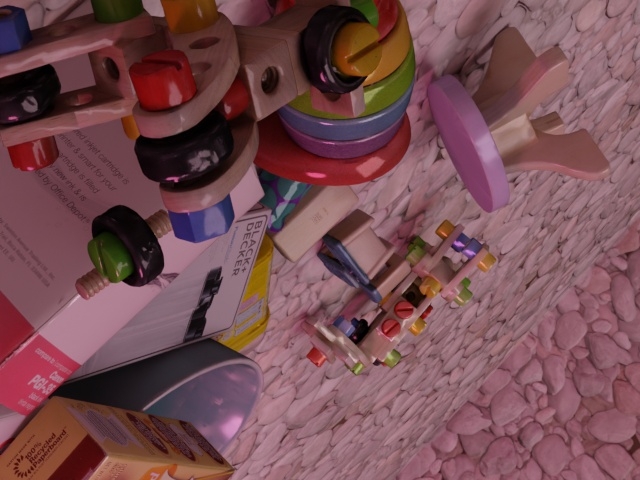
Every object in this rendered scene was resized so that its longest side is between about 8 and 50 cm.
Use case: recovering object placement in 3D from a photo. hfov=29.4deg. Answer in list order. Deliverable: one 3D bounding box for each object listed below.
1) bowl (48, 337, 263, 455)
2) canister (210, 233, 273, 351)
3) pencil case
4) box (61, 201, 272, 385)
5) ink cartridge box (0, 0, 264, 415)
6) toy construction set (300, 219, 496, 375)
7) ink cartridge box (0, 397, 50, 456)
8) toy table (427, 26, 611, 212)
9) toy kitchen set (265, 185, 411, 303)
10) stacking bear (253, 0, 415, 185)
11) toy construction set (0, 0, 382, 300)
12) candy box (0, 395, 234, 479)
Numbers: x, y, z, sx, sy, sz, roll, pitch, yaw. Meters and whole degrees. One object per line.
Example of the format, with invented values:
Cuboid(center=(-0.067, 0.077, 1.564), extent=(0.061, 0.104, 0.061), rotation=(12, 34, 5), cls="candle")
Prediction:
Cuboid(center=(-0.234, 0.203, 1.442), extent=(0.311, 0.163, 0.311), rotation=(-38, 157, -19), cls="bowl")
Cuboid(center=(-0.119, 0.069, 1.542), extent=(0.126, 0.073, 0.170), rotation=(-34, 154, -28), cls="canister")
Cuboid(center=(-0.028, -0.083, 1.454), extent=(0.151, 0.064, 0.070), rotation=(-50, 141, 11), cls="pencil case")
Cuboid(center=(-0.191, 0.036, 1.294), extent=(0.290, 0.087, 0.169), rotation=(-14, 129, -54), cls="box")
Cuboid(center=(-0.217, -0.029, 1.014), extent=(0.283, 0.207, 0.117), rotation=(-43, 159, -8), cls="ink cartridge box")
Cuboid(center=(0.122, 0.111, 1.943), extent=(0.328, 0.151, 0.215), rotation=(-35, -179, -8), cls="toy construction set")
Cuboid(center=(-0.469, 0.227, 1.052), extent=(0.395, 0.166, 0.285), rotation=(-9, 138, -56), cls="ink cartridge box")
Cuboid(center=(0.258, -0.156, 1.642), extent=(0.161, 0.252, 0.274), rotation=(-29, 169, -1), cls="toy table")
Cuboid(center=(0.000, 0.000, 1.656), extent=(0.122, 0.166, 0.207), rotation=(-44, 121, -8), cls="toy kitchen set")
Cuboid(center=(0.014, -0.204, 1.211), extent=(0.175, 0.164, 0.289), rotation=(-48, 154, -29), cls="stacking bear")
Cuboid(center=(-0.103, -0.154, 0.828), extent=(0.237, 0.309, 0.257), rotation=(-36, -168, -30), cls="toy construction set")
Cuboid(center=(-0.226, 0.264, 1.228), extent=(0.183, 0.087, 0.316), rotation=(-48, 158, 2), cls="candy box")
